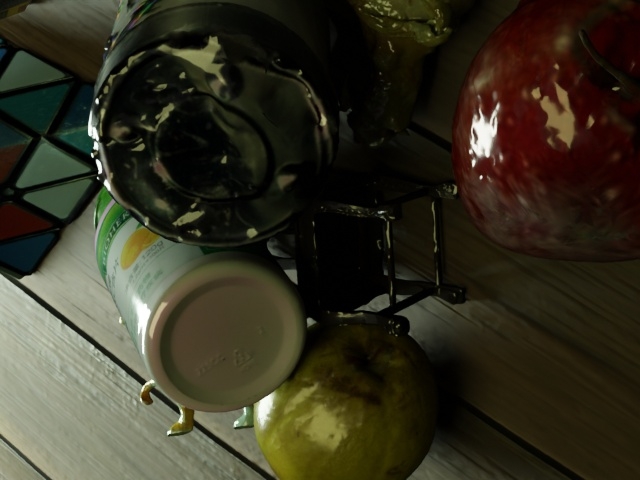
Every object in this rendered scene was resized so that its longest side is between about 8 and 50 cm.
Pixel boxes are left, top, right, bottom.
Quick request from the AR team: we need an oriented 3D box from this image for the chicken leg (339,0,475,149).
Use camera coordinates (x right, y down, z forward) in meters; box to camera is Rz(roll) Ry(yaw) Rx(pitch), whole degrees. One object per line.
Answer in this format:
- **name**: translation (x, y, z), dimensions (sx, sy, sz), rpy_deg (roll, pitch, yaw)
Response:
- **chicken leg**: translation (0.063, -0.166, 1.183), dimensions (0.103, 0.088, 0.227), rpy_deg (13, 114, 20)

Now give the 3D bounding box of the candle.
- **candle**: translation (-0.080, -0.144, 1.245), dimensions (0.187, 0.330, 0.187), rpy_deg (0, 123, -1)

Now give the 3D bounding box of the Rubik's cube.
- **Rubik's cube**: translation (-0.328, -0.067, 1.580), dimensions (0.250, 0.284, 0.234), rpy_deg (-122, 19, -45)

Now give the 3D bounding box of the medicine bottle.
- **medicine bottle**: translation (-0.111, 0.025, 1.308), dimensions (0.274, 0.133, 0.133), rpy_deg (-129, 39, -62)

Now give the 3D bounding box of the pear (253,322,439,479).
- **pear**: translation (0.021, 0.138, 1.282), dimensions (0.149, 0.149, 0.162), rpy_deg (48, 133, 20)

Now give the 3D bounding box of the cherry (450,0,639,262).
- **cherry**: translation (0.175, -0.071, 1.049), dimensions (0.250, 0.192, 0.175), rpy_deg (-45, 38, 48)

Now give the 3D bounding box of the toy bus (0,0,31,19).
- **toy bus**: translation (-0.401, -0.355, 1.528), dimensions (0.342, 0.097, 0.138), rpy_deg (44, 142, 22)

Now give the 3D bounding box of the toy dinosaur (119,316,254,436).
- **toy dinosaur**: translation (-0.099, 0.106, 1.456), dimensions (0.212, 0.057, 0.142), rpy_deg (-12, 77, 32)

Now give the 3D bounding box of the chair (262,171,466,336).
- **chair**: translation (0.000, 0.000, 1.284), dimensions (0.229, 0.113, 0.106), rpy_deg (7, 107, 37)
